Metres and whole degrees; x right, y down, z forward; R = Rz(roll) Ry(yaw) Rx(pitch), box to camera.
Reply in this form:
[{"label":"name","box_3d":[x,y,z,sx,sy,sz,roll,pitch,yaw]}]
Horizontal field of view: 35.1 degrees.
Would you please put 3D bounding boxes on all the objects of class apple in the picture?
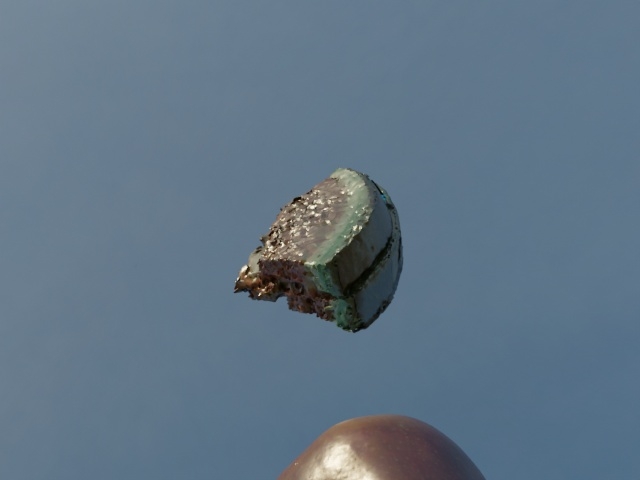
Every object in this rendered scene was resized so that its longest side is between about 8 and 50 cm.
[{"label":"apple","box_3d":[0.085,0.367,1.271,0.288,0.317,0.288,-8,-73,-27]}]

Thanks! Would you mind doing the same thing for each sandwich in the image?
[{"label":"sandwich","box_3d":[0.009,-0.008,0.985,0.159,0.235,0.079,-2,-59,25]}]
